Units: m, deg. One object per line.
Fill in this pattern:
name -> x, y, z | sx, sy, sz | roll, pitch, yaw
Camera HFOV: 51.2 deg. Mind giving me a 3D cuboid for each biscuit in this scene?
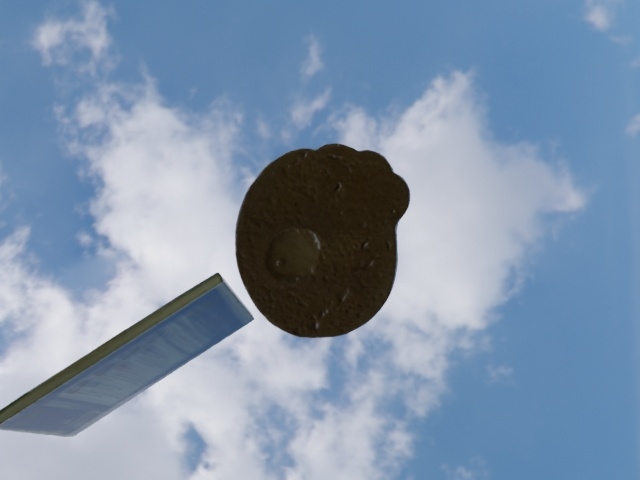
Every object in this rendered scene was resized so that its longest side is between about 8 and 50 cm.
biscuit -> 0.000, 0.000, 0.720 | 0.181, 0.049, 0.208 | 7, -90, 7

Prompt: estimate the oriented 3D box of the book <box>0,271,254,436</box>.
book -> -0.247, 0.165, 0.907 | 0.322, 0.228, 0.018 | -33, -108, -7
